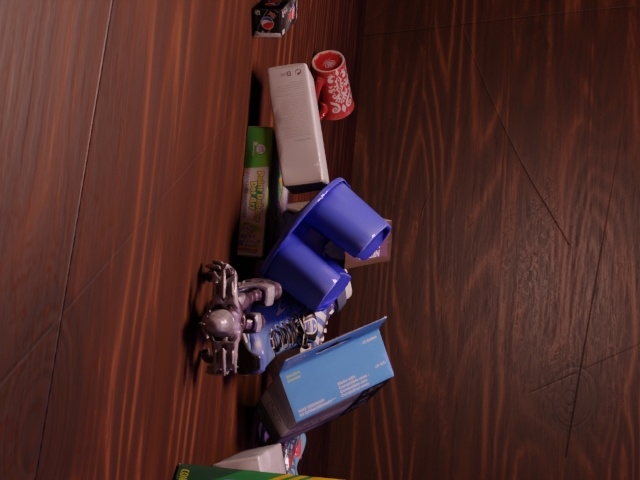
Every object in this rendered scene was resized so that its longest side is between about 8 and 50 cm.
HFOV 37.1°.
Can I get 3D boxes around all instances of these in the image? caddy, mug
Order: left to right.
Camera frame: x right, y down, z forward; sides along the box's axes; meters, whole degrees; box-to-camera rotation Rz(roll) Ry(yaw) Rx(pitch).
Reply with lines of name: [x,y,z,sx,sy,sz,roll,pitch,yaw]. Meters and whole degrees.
caddy: [0.000,0.000,1.855,0.241,0.179,0.341,-52,173,2]
mug: [0.029,-0.418,2.624,0.169,0.113,0.150,81,13,-50]

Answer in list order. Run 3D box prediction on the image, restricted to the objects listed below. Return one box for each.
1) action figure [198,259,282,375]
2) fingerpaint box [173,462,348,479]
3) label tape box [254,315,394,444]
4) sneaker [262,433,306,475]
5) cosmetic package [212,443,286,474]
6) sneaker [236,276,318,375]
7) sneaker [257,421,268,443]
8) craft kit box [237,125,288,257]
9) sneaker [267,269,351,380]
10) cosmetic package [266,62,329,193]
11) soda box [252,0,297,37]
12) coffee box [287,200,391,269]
action figure: [-0.148,0.126,1.565,0.285,0.099,0.185,-10,111,-79]
fingerpaint box: [-0.066,0.550,1.327,0.444,0.371,0.163,-77,169,-47]
label tape box: [0.015,0.300,1.976,0.106,0.241,0.333,62,-23,16]
sneaker: [-0.106,0.506,2.220,0.262,0.104,0.125,-83,157,-54]
cosmetic package: [-0.102,0.590,1.809,0.284,0.097,0.377,43,35,-79]
sneaker: [-0.083,0.164,1.882,0.330,0.147,0.129,-65,158,-67]
sneaker: [-0.117,0.426,2.186,0.109,0.044,0.040,-72,166,-58]
craft kit box: [-0.109,-0.084,1.910,0.246,0.061,0.249,46,48,-84]
sneaker: [-0.004,0.183,2.216,0.236,0.130,0.322,-12,104,-44]
cosmetic package: [-0.043,-0.212,1.836,0.117,0.086,0.231,36,47,-81]
soda box: [-0.087,-0.437,1.844,0.169,0.060,0.053,-69,161,-65]
coffee box: [0.027,-0.018,2.149,0.141,0.246,0.098,-9,109,-38]
